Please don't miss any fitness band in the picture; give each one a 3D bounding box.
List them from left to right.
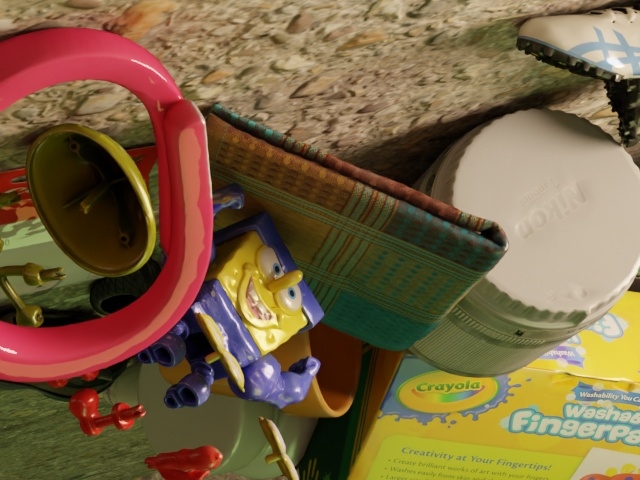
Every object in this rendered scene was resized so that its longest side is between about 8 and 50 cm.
[{"bbox_3d":[-0.180,-0.018,1.182,0.209,0.054,0.291,-15,136,-16],"label":"fitness band"}]

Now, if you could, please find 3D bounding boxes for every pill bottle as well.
[{"bbox_3d":[-0.030,0.188,2.215,0.224,0.224,0.392,-27,164,40],"label":"pill bottle"}]

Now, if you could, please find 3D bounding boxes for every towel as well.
[{"bbox_3d":[0.000,0.000,1.518,0.271,0.040,0.370,23,161,-3],"label":"towel"}]

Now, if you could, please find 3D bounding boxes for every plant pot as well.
[{"bbox_3d":[-0.072,0.087,1.832,0.188,0.205,0.205,-3,172,18],"label":"plant pot"}]

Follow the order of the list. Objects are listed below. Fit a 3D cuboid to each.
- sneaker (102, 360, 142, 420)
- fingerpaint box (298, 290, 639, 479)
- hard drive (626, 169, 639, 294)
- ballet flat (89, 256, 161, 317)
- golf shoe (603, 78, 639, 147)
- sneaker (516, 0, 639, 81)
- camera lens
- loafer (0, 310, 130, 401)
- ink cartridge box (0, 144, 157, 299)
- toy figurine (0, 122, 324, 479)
[{"bbox_3d":[-0.166,0.179,2.351,0.152,0.114,0.305,8,-169,38],"label":"sneaker"},{"bbox_3d":[0.237,0.226,2.003,0.444,0.163,0.371,8,131,-15],"label":"fingerpaint box"},{"bbox_3d":[0.271,0.050,1.996,0.339,0.064,0.237,-36,128,28],"label":"hard drive"},{"bbox_3d":[-0.207,0.059,1.812,0.057,0.049,0.173,-11,167,-22],"label":"ballet flat"},{"bbox_3d":[0.308,-0.139,1.546,0.093,0.077,0.198,-17,169,0],"label":"golf shoe"},{"bbox_3d":[0.268,-0.170,1.398,0.237,0.086,0.085,1,-169,-20],"label":"sneaker"},{"bbox_3d":[0.181,0.008,1.693,0.219,0.219,0.274,-13,167,-17],"label":"camera lens"},{"bbox_3d":[-0.287,0.122,1.899,0.084,0.096,0.267,-29,161,26],"label":"loafer"},{"bbox_3d":[-0.237,-0.007,1.476,0.189,0.066,0.232,-12,171,-20],"label":"ink cartridge box"},{"bbox_3d":[-0.107,0.041,1.426,0.191,0.363,0.217,-21,-165,38],"label":"toy figurine"}]
